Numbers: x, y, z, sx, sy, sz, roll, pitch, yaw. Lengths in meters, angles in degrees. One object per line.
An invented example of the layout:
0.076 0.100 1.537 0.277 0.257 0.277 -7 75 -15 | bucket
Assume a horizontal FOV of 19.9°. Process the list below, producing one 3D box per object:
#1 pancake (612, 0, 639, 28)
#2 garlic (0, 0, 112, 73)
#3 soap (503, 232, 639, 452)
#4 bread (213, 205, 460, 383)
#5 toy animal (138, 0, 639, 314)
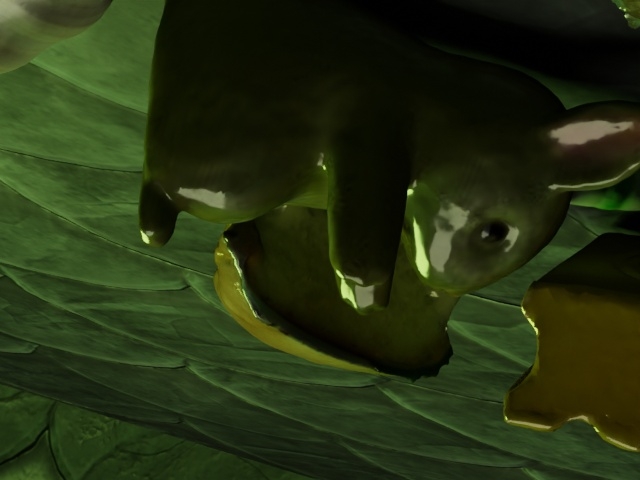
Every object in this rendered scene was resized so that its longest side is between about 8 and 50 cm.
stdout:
0.214 -0.135 0.858 0.377 0.054 0.197 28 160 -28 | pancake
-0.149 -0.189 0.925 0.199 0.199 0.226 11 -164 21 | garlic
0.249 0.067 1.201 0.204 0.096 0.324 10 -172 14 | soap
-0.009 -0.002 1.331 0.133 0.174 0.252 6 165 43 | bread
0.060 -0.036 1.095 0.363 0.180 0.181 19 180 3 | toy animal
